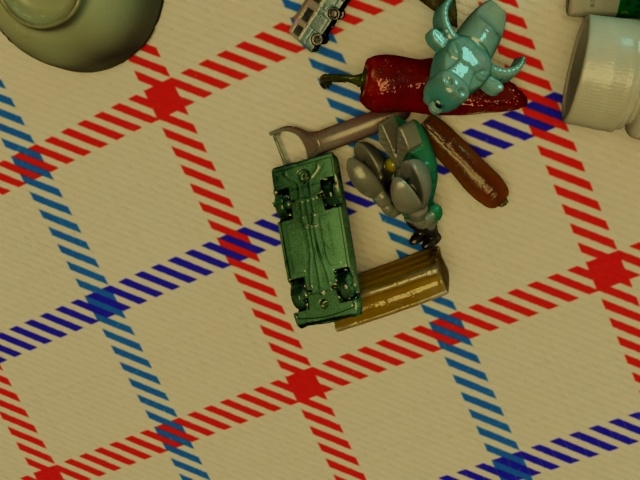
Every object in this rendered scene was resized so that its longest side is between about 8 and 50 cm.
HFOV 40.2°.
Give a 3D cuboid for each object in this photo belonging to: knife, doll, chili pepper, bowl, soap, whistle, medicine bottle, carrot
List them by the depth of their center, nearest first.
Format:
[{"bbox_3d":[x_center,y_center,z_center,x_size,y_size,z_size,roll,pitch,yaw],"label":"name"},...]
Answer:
[{"bbox_3d":[0.621,-0.265,1.500,0.371,0.211,0.211,10,106,7],"label":"medicine bottle"},{"bbox_3d":[0.566,-0.434,1.526,0.259,0.095,0.095,4,105,7],"label":"medicine bottle"},{"bbox_3d":[0.257,-0.322,1.545,0.186,0.093,0.274,37,64,-10],"label":"whistle"},{"bbox_3d":[0.190,-0.282,1.618,0.387,0.110,0.110,6,106,-1],"label":"chili pepper"},{"bbox_3d":[0.163,-0.099,1.633,0.258,0.153,0.195,58,151,-5],"label":"doll"},{"bbox_3d":[-0.488,-0.487,1.635,0.353,0.185,0.354,2,106,9],"label":"bowl"},{"bbox_3d":[0.274,-0.147,1.664,0.225,0.067,0.067,46,107,-3],"label":"carrot"},{"bbox_3d":[0.045,-0.198,1.698,0.277,0.053,0.123,-18,107,15],"label":"knife"},{"bbox_3d":[0.133,0.093,1.712,0.232,0.140,0.073,-21,100,14],"label":"soap"}]

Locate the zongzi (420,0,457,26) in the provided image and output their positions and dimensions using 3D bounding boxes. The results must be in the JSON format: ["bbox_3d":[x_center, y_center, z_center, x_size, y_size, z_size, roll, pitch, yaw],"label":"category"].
[{"bbox_3d":[0.145,-0.546,1.578,0.123,0.289,0.260,-33,56,16],"label":"zongzi"}]

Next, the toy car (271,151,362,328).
[{"bbox_3d":[0.000,0.000,1.666,0.141,0.097,0.321,-14,78,18],"label":"toy car"}]

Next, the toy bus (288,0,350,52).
[{"bbox_3d":[-0.002,-0.422,1.639,0.075,0.060,0.123,36,110,2],"label":"toy bus"}]
